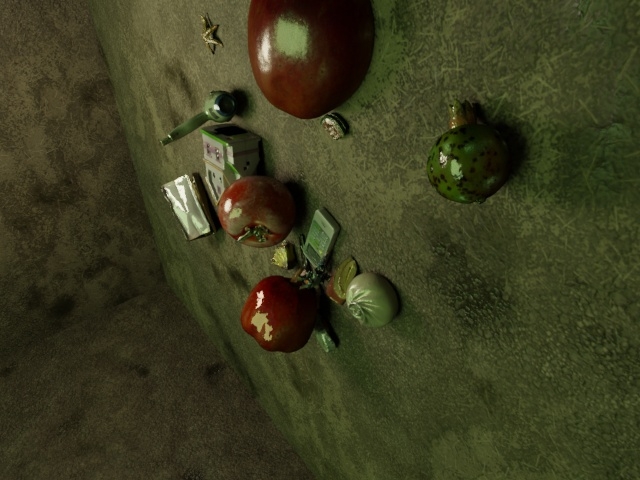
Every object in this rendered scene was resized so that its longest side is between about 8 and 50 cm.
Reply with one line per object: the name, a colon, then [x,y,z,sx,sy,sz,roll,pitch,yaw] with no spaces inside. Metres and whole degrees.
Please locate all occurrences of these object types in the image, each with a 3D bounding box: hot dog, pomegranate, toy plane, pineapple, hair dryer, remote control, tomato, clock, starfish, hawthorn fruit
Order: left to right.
hair dryer: [-0.436,-0.456,1.727,0.119,0.298,0.296,61,-175,-22]
starfish: [-0.390,-0.704,1.642,0.133,0.041,0.130,49,149,25]
clock: [-0.328,-0.261,1.775,0.235,0.166,0.310,33,132,43]
tomato: [-0.217,-0.109,1.623,0.270,0.270,0.227,118,156,-56]
hawthorn fruit: [-0.137,0.242,1.745,0.287,0.287,0.330,37,107,40]
pineapple: [-0.138,0.063,1.816,0.116,0.069,0.137,55,148,17]
toy plane: [-0.008,0.111,1.597,0.188,0.135,0.062,-52,45,47]
remote control: [0.000,0.000,1.576,0.103,0.034,0.250,52,149,21]
hot dog: [0.001,0.345,1.833,0.192,0.053,0.099,58,151,19]
pomegranate: [0.277,-0.166,0.886,0.159,0.159,0.205,151,118,-61]

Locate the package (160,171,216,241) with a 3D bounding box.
package: [-0.622,-0.175,2.371,0.165,0.221,0.311,-24,90,21]

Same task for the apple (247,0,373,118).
apple: [-0.037,-0.489,1.162,0.365,0.295,0.329,110,165,-51]

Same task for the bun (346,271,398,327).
bun: [0.143,0.185,1.405,0.173,0.119,0.173,36,138,40]

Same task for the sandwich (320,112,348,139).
sandwich: [0.037,-0.310,1.275,0.101,0.026,0.069,48,146,25]

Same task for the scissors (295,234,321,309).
scissors: [-0.056,0.116,1.769,0.160,0.024,0.318,29,136,47]

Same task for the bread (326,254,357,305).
bread: [0.063,0.143,1.520,0.067,0.119,0.192,17,140,-4]
